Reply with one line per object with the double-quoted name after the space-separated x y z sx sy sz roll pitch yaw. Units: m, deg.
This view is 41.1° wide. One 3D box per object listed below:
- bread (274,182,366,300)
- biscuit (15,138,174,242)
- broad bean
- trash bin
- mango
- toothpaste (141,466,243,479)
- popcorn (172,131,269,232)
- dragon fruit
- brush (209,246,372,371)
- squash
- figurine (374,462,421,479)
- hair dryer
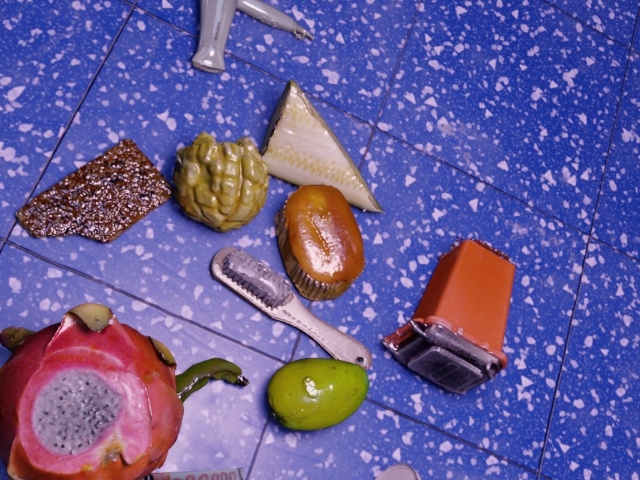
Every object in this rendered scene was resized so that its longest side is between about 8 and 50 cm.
0.000 0.000 1.473 0.132 0.114 0.190 -14 72 -22 "bread"
-0.365 -0.062 1.401 0.237 0.026 0.131 -40 87 -28 "biscuit"
-0.208 0.230 1.347 0.195 0.046 0.061 -15 75 -26 "broad bean"
0.235 0.123 1.496 0.184 0.161 0.238 29 57 -9 "trash bin"
0.000 0.245 1.388 0.178 0.100 0.119 -11 76 -24 "mango"
-0.216 0.374 1.302 0.205 0.036 0.056 7 66 -22 "toothpaste"
-0.168 -0.102 1.418 0.142 0.173 0.173 -35 86 -34 "popcorn"
-0.338 0.233 1.197 0.290 0.189 0.290 2 70 -5 "dragon fruit"
-0.041 0.117 1.441 0.327 0.065 0.070 37 63 -6 "brush"
0.029 -0.169 1.539 0.252 0.093 0.169 20 111 -12 "squash"
0.140 0.496 1.342 0.141 0.166 0.250 42 55 -26 "figurine"
-0.119 -0.393 1.599 0.237 0.075 0.206 11 75 -25 "hair dryer"
